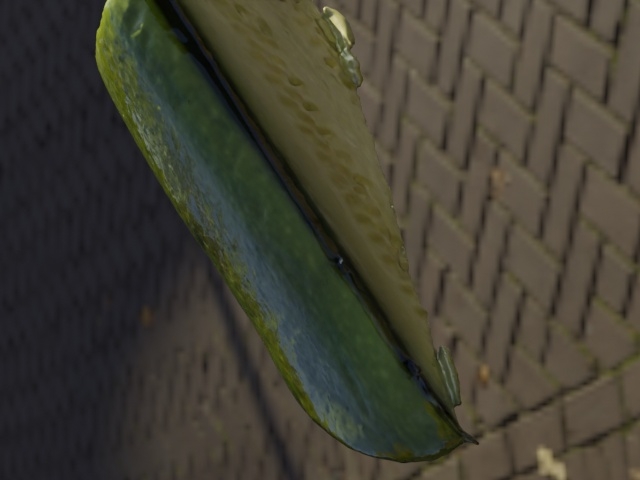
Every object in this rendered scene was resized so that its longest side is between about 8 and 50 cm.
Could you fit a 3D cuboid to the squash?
[{"bbox_3d":[0.000,0.000,0.859,0.093,0.169,0.252,-39,75,23],"label":"squash"}]
